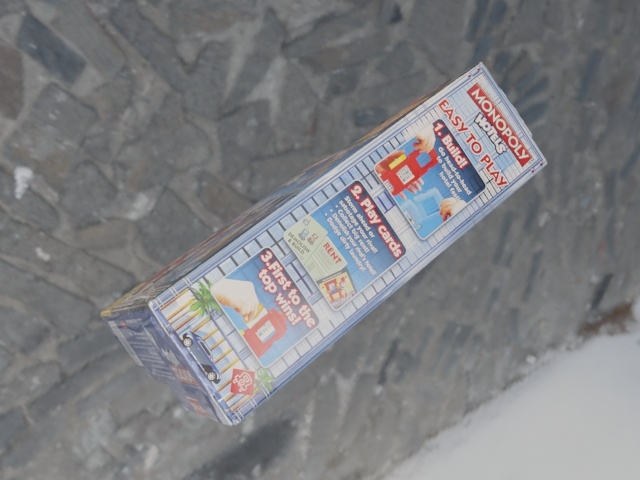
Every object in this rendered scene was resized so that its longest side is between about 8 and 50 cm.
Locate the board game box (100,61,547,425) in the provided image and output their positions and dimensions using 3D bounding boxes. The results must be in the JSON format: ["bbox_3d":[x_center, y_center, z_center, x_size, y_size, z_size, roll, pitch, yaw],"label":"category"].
[{"bbox_3d":[0.000,0.000,0.539,0.194,0.194,0.060,-35,96,-15],"label":"board game box"}]
